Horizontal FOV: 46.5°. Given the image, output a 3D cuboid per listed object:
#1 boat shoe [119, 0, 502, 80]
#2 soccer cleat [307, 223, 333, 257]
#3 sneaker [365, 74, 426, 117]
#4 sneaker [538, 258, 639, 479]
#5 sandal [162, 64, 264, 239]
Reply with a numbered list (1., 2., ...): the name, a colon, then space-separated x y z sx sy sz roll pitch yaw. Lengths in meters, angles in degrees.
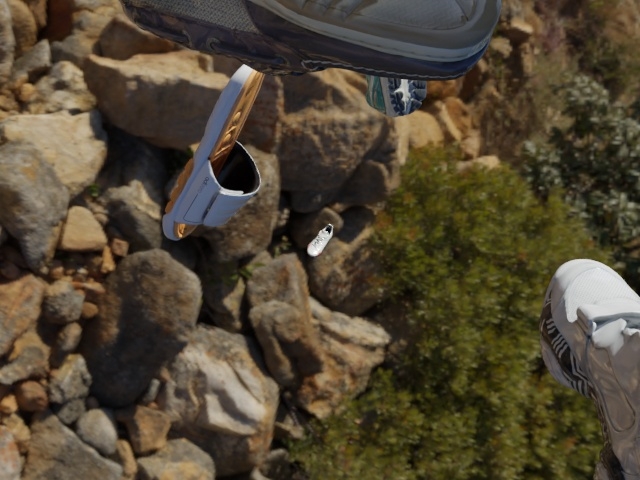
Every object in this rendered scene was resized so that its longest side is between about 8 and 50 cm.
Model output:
1. boat shoe: -0.024 -0.154 0.482 0.102 0.285 0.092 -59 157 -30
2. soccer cleat: 0.000 0.000 1.388 0.083 0.029 0.035 -49 165 -47
3. sneaker: 0.099 -0.339 1.230 0.107 0.110 0.275 -19 115 -32
4. sneaker: 0.318 0.103 0.691 0.365 0.137 0.210 -88 -172 -50
5. sandal: -0.104 -0.083 0.851 0.265 0.076 0.102 -58 177 37
